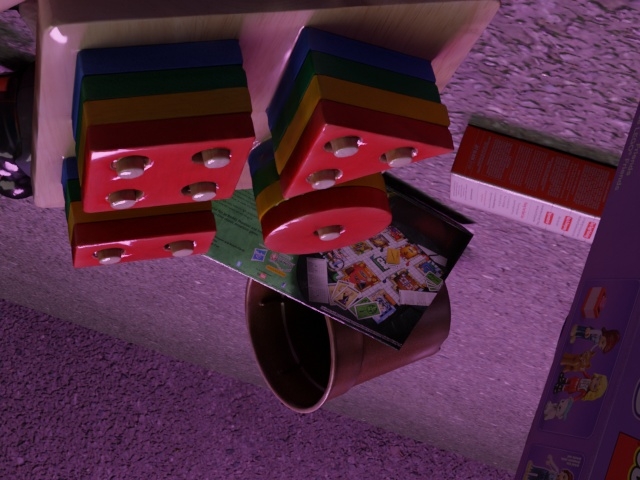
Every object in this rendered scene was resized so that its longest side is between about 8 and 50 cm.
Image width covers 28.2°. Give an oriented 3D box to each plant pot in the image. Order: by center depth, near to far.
[{"bbox_3d":[0.033,0.078,1.314,0.165,0.167,0.167,-12,-175,-32],"label":"plant pot"}]

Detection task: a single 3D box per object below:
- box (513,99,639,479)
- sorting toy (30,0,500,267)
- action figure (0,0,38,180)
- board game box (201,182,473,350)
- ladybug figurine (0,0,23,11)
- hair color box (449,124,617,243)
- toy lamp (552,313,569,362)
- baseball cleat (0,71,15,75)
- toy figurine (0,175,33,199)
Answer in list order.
[{"bbox_3d":[0.228,0.027,0.622,0.201,0.293,0.057,25,168,-21],"label":"box"},{"bbox_3d":[-0.042,-0.059,0.786,0.256,0.089,0.257,-6,161,-16],"label":"sorting toy"},{"bbox_3d":[-0.199,-0.070,0.977,0.330,0.178,0.341,-18,152,12],"label":"action figure"},{"bbox_3d":[0.006,-0.006,1.155,0.260,0.136,0.030,28,-168,-29],"label":"board game box"},{"bbox_3d":[-0.297,-0.218,0.679,0.449,0.161,0.305,12,165,30],"label":"ladybug figurine"},{"bbox_3d":[0.172,-0.039,0.978,0.141,0.043,0.072,18,167,9],"label":"hair color box"},{"bbox_3d":[0.388,0.149,1.350,0.275,0.080,0.080,17,166,18],"label":"toy lamp"},{"bbox_3d":[-0.228,-0.099,1.242,0.206,0.072,0.109,27,165,-32],"label":"baseball cleat"},{"bbox_3d":[-0.373,-0.089,1.125,0.148,0.209,0.213,15,135,48],"label":"toy figurine"}]
